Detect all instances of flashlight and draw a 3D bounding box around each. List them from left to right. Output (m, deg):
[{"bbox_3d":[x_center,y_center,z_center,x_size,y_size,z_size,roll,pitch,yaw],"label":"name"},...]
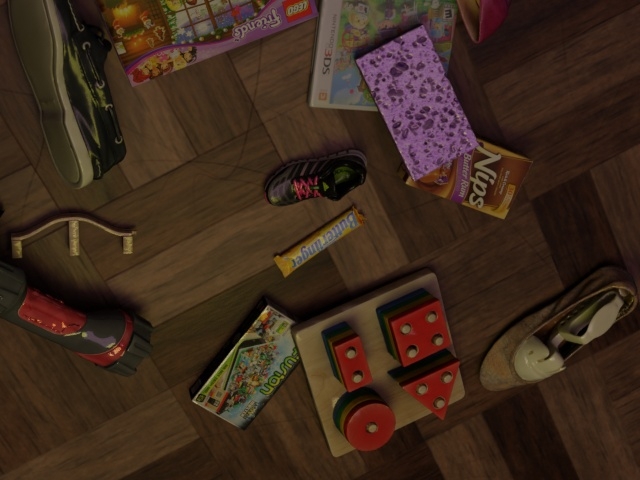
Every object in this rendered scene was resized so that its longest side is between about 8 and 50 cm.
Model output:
[{"bbox_3d":[-0.388,0.108,1.811,0.304,0.103,0.103,34,75,-41],"label":"flashlight"}]

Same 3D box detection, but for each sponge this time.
[{"bbox_3d":[0.146,-0.207,1.839,0.117,0.031,0.210,-27,105,0],"label":"sponge"}]

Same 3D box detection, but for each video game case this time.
[{"bbox_3d":[0.095,-0.290,1.843,0.212,0.023,0.193,2,112,-14],"label":"video game case"}]

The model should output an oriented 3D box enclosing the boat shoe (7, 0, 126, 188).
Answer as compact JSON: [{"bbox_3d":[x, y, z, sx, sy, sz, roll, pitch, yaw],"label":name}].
[{"bbox_3d":[-0.343,-0.248,1.713,0.113,0.127,0.340,-26,111,-34],"label":"boat shoe"}]

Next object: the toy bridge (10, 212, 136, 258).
[{"bbox_3d":[-0.374,-0.009,1.849,0.188,0.026,0.063,-3,112,-12],"label":"toy bridge"}]

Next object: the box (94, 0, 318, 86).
[{"bbox_3d":[-0.165,-0.355,1.702,0.293,0.057,0.201,-22,135,-4],"label":"box"}]

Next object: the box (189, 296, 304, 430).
[{"bbox_3d":[-0.108,0.203,1.995,0.114,0.036,0.207,33,101,-23],"label":"box"}]

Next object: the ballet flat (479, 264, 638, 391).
[{"bbox_3d":[0.404,0.160,2.059,0.316,0.106,0.107,-42,115,6],"label":"ballet flat"}]

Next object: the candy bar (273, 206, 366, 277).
[{"bbox_3d":[0.000,0.000,1.946,0.161,0.018,0.040,-33,116,3],"label":"candy bar"}]

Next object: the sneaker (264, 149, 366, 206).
[{"bbox_3d":[-0.003,-0.090,1.875,0.170,0.075,0.063,-17,115,-5],"label":"sneaker"}]

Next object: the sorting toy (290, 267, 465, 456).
[{"bbox_3d":[0.113,0.216,2.000,0.257,0.089,0.255,-23,117,-14],"label":"sorting toy"}]

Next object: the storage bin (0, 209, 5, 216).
[{"bbox_3d":[-0.540,-0.006,1.779,0.091,0.098,0.135,33,102,-13],"label":"storage bin"}]

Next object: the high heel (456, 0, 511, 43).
[{"bbox_3d":[0.197,-0.405,1.774,0.244,0.082,0.117,46,69,-36],"label":"high heel"}]

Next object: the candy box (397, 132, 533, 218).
[{"bbox_3d":[0.230,-0.116,1.933,0.187,0.053,0.109,18,106,-21],"label":"candy box"}]
